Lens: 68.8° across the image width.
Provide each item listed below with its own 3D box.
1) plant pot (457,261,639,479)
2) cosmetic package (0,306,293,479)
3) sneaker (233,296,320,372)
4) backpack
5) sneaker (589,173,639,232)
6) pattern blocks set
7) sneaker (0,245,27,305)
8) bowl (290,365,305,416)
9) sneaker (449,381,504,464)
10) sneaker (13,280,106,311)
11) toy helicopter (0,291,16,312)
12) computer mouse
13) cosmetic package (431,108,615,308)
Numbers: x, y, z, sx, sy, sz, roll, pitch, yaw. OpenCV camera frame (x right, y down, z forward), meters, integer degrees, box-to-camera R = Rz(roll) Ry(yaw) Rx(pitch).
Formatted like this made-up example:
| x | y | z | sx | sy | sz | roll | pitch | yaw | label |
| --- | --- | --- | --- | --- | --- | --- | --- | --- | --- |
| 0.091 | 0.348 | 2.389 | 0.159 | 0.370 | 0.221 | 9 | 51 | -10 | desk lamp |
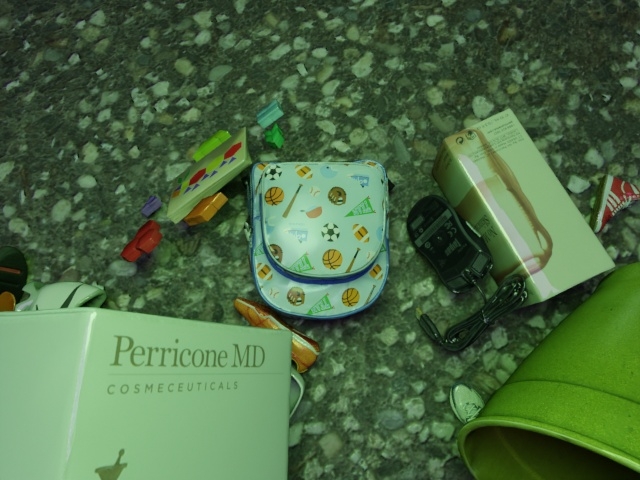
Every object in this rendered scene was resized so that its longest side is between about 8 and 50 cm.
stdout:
| x | y | z | sx | sy | sz | roll | pitch | yaw | label |
| --- | --- | --- | --- | --- | --- | --- | --- | --- | --- |
| 0.432 | 0.223 | 0.612 | 0.367 | 0.366 | 0.353 | 38 | 61 | 12 | plant pot |
| -0.260 | 0.297 | 0.568 | 0.328 | 0.330 | 0.392 | -8 | 73 | 31 | cosmetic package |
| -0.085 | 0.158 | 0.791 | 0.175 | 0.064 | 0.067 | 36 | 91 | 15 | sneaker |
| 0.000 | 0.000 | 0.765 | 0.277 | 0.213 | 0.262 | -1 | 85 | -1 | backpack |
| 0.526 | -0.059 | 0.833 | 0.067 | 0.042 | 0.118 | 21 | 74 | 11 | sneaker |
| -0.192 | -0.111 | 0.802 | 0.325 | 0.026 | 0.285 | -28 | 35 | 22 | pattern blocks set |
| -0.649 | 0.128 | 0.798 | 0.136 | 0.116 | 0.313 | 27 | 75 | 15 | sneaker |
| -0.100 | 0.238 | 0.756 | 0.142 | 0.053 | 0.141 | 36 | 104 | 12 | bowl |
| 0.253 | 0.289 | 0.740 | 0.052 | 0.058 | 0.135 | -25 | 74 | -4 | sneaker |
| -0.419 | 0.224 | 0.755 | 0.147 | 0.122 | 0.329 | -3 | 75 | 4 | sneaker |
| -0.581 | 0.222 | 0.711 | 0.140 | 0.235 | 0.354 | 25 | 115 | 25 | toy helicopter |
| 0.217 | 0.057 | 0.797 | 0.184 | 0.060 | 0.262 | -54 | 47 | 23 | computer mouse |
| 0.320 | -0.046 | 0.784 | 0.129 | 0.153 | 0.295 | -26 | 74 | -3 | cosmetic package |
